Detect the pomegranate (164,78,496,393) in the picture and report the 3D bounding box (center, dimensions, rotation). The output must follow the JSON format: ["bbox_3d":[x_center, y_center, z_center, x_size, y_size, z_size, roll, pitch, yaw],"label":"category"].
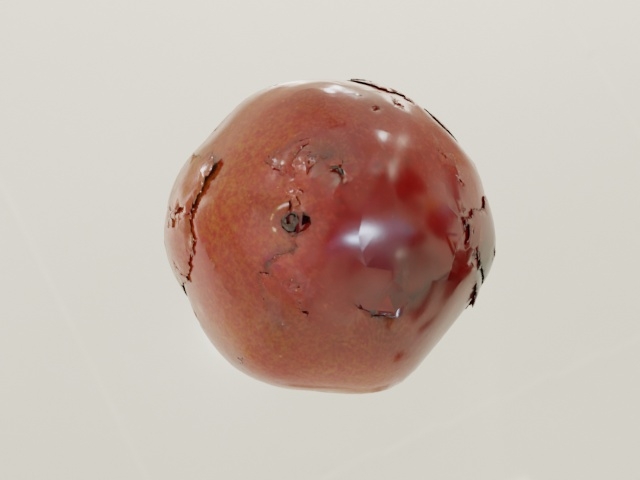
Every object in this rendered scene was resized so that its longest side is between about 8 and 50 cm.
[{"bbox_3d":[0.000,0.000,1.169,0.210,0.210,0.235,-21,-3,-23],"label":"pomegranate"}]
